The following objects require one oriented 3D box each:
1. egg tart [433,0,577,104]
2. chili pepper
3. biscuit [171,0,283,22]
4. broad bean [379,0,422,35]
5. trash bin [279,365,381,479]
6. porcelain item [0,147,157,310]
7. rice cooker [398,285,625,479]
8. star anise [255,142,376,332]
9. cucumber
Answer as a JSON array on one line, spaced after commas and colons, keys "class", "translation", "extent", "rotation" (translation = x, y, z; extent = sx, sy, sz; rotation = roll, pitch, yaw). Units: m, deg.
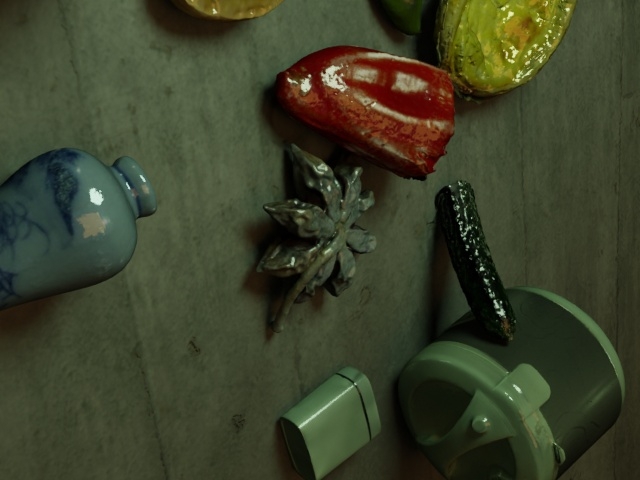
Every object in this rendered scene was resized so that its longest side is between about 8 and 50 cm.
[{"class": "egg tart", "translation": [0.247, -0.324, 1.402], "extent": [0.279, 0.095, 0.278], "rotation": [-22, 130, -29]}, {"class": "chili pepper", "translation": [0.054, -0.180, 1.273], "extent": [0.253, 0.136, 0.144], "rotation": [18, 118, -38]}, {"class": "biscuit", "translation": [-0.097, -0.420, 1.070], "extent": [0.269, 0.051, 0.375], "rotation": [-5, 106, -39]}, {"class": "broad bean", "translation": [0.073, -0.351, 1.266], "extent": [0.065, 0.046, 0.254], "rotation": [-49, 131, -10]}, {"class": "trash bin", "translation": [0.015, 0.257, 1.424], "extent": [0.130, 0.059, 0.116], "rotation": [-33, 124, -30]}, {"class": "porcelain item", "translation": [-0.283, 0.002, 0.994], "extent": [0.259, 0.141, 0.141], "rotation": [-32, 125, -23]}, {"class": "rice cooker", "translation": [0.276, 0.234, 1.523], "extent": [0.277, 0.288, 0.288], "rotation": [-33, 125, -30]}, {"class": "star anise", "translation": [0.000, 0.000, 1.301], "extent": [0.230, 0.081, 0.262], "rotation": [22, 87, -57]}, {"class": "cucumber", "translation": [0.221, 0.036, 1.459], "extent": [0.067, 0.067, 0.245], "rotation": [14, 55, -46]}]
